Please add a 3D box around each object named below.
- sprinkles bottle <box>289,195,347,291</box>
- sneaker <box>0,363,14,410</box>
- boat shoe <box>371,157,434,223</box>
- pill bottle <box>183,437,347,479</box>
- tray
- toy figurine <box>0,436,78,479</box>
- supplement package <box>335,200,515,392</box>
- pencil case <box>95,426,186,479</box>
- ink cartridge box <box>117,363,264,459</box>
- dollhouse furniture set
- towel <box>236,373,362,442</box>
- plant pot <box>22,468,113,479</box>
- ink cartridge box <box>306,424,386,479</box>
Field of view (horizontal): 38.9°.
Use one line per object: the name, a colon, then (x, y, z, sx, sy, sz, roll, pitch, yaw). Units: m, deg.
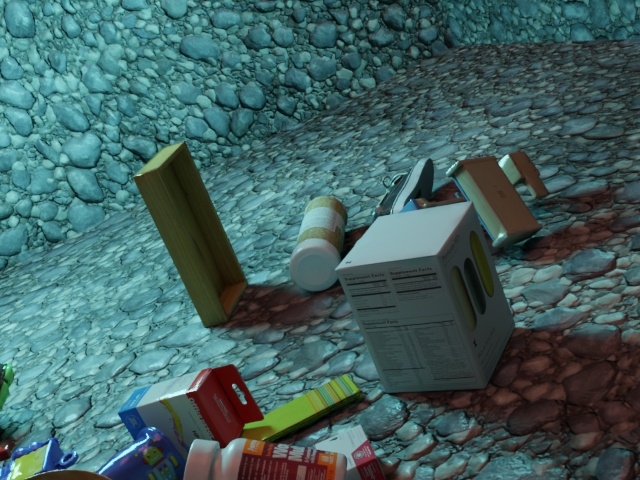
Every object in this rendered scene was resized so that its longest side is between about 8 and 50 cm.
sprinkles bottle: (0.000, 0.000, 2.271, 0.121, 0.121, 0.355, -18, 20, 12)
sneaker: (-0.914, 0.379, 2.091, 0.483, 0.202, 0.185, -19, 43, 22)
boat shoe: (0.217, -0.124, 2.381, 0.105, 0.113, 0.306, 4, 39, 24)
pill bottle: (-0.078, 0.347, 1.281, 0.221, 0.121, 0.121, 8, 24, 3)
tray: (-0.310, -0.016, 2.210, 0.076, 0.411, 0.203, -15, 21, 17)
toy figurine: (-0.561, 0.432, 1.671, 0.217, 0.191, 0.362, -18, 21, -2)
supplement package: (0.191, 0.102, 1.594, 0.198, 0.263, 0.199, -9, 24, 33)
pencil case: (-0.365, 0.447, 1.509, 0.306, 0.119, 0.133, -37, -14, -35)
ink cartridge box: (-0.234, 0.319, 1.645, 0.231, 0.134, 0.078, -20, 18, 26)
dollhouse furniture set: (0.341, -0.026, 2.067, 0.286, 0.198, 0.303, -12, -25, -43)
towel: (-0.042, 0.317, 1.651, 0.237, 0.021, 0.102, -26, 14, -7)
plant pot: (-0.372, 0.422, 1.263, 0.236, 0.032, 0.236, 1, 36, -1)
ink cartridge box: (0.016, 0.363, 1.399, 0.150, 0.063, 0.109, -23, 20, -4)
